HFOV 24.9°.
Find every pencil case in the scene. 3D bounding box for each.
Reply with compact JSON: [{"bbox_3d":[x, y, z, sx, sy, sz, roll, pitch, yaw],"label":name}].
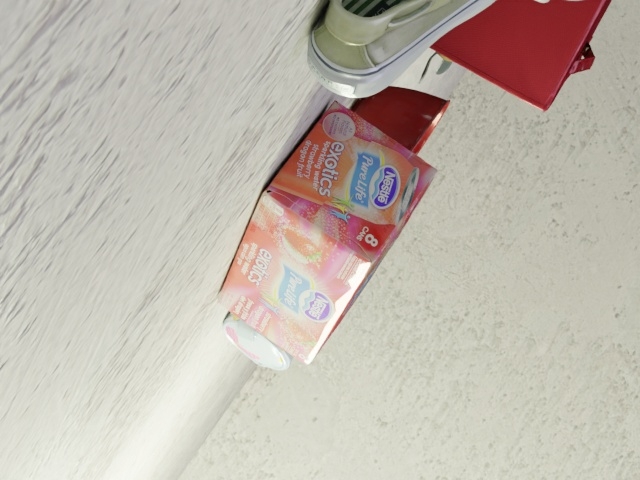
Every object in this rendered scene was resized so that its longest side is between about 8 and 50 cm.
[{"bbox_3d":[-0.025,0.054,2.067,0.273,0.113,0.124,-54,167,-23],"label":"pencil case"}]

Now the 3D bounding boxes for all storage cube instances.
[{"bbox_3d":[0.231,-0.293,1.598,0.184,0.215,0.193,-50,167,-56],"label":"storage cube"}]

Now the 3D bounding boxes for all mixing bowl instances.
[{"bbox_3d":[0.077,-0.130,1.860,0.181,0.098,0.181,-56,177,-5],"label":"mixing bowl"}]

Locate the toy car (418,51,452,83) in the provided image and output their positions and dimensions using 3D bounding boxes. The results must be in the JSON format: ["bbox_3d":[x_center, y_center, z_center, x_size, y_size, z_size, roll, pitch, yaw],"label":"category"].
[{"bbox_3d":[0.222,-0.294,2.115,0.188,0.149,0.155,-44,170,28],"label":"toy car"}]

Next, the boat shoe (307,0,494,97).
[{"bbox_3d":[0.102,-0.235,1.214,0.302,0.109,0.094,-51,172,-30],"label":"boat shoe"}]

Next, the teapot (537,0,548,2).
[{"bbox_3d":[0.195,-0.315,1.087,0.252,0.187,0.256,-36,-160,50],"label":"teapot"}]

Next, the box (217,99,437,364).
[{"bbox_3d":[0.000,0.000,1.661,0.154,0.142,0.300,-53,175,-30],"label":"box"}]
